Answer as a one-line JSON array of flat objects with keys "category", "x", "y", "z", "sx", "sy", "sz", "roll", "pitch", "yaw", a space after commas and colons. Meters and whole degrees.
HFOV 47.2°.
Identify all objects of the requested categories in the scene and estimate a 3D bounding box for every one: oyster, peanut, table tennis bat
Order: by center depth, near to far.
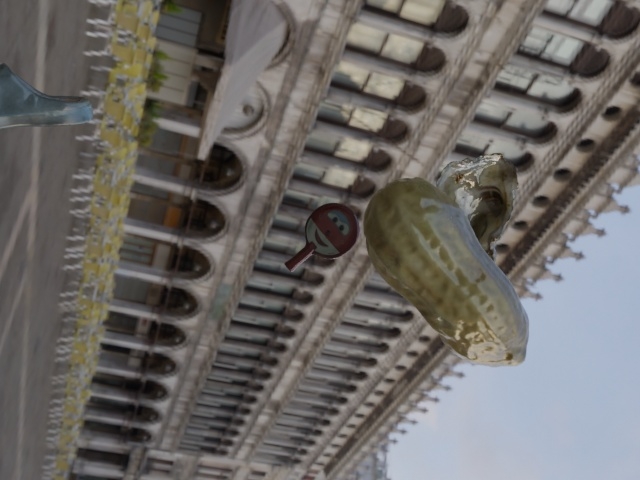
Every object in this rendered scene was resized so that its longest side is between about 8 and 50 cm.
[{"category": "peanut", "x": 0.172, "y": 0.050, "z": 0.968, "sx": 0.147, "sy": 0.305, "sz": 0.147, "roll": -41, "pitch": -175, "yaw": 4}, {"category": "table tennis bat", "x": 0.000, "y": 0.000, "z": 1.296, "sx": 0.154, "sy": 0.098, "sz": 0.019, "roll": -40, "pitch": 166, "yaw": 8}, {"category": "oyster", "x": 0.280, "y": -0.049, "z": 1.340, "sx": 0.107, "sy": 0.161, "sz": 0.233, "roll": -86, "pitch": 165, "yaw": -63}]

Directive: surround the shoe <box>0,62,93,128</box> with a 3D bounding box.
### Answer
[{"category": "shoe", "x": -0.375, "y": -0.173, "z": 0.877, "sx": 0.079, "sy": 0.195, "sz": 0.078, "roll": -139, "pitch": -131, "yaw": -67}]
